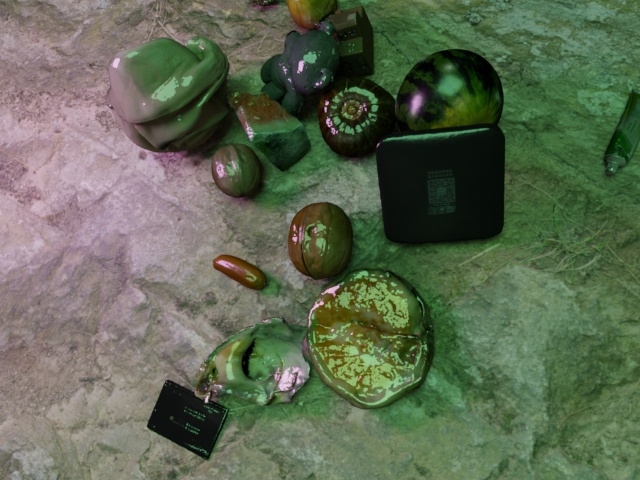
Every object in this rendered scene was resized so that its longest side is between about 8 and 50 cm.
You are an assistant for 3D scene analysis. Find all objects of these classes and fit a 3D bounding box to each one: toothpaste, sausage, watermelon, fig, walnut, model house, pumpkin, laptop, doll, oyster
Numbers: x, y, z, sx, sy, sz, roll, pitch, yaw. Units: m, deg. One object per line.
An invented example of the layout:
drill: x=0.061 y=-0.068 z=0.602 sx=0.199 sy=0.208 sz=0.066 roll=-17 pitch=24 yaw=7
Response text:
toothpaste: x=0.766 y=-0.268 z=1.231 sx=0.078 sy=0.047 sz=0.248 roll=27 pitch=78 yaw=15
sausage: x=-0.219 y=0.080 z=1.343 sx=0.183 sy=0.054 sz=0.062 roll=27 pitch=52 yaw=22
watermelon: x=-0.162 y=-0.340 z=1.392 sx=0.140 sy=0.193 sz=0.256 roll=-39 pitch=67 yaw=-1
fig: x=-0.054 y=-0.743 z=1.466 sx=0.159 sy=0.257 sz=0.159 roll=-9 pitch=70 yaw=27
walnut: x=0.000 y=0.000 z=1.262 sx=0.167 sy=0.167 sz=0.207 roll=1 pitch=71 yaw=14
model house: x=0.014 y=-0.572 z=1.448 sx=0.248 sy=0.176 sz=0.180 roll=-7 pitch=71 yaw=22
pumpkin: x=0.094 y=-0.337 z=1.357 sx=0.219 sy=0.162 sz=0.218 roll=3 pitch=99 yaw=18
walnut: x=-0.234 y=-0.195 z=1.392 sx=0.140 sy=0.140 sz=0.162 roll=-17 pitch=81 yaw=7
watermelon: x=0.318 y=-0.344 z=1.239 sx=0.269 sy=0.269 sz=0.268 roll=-4 pitch=72 yaw=12
laptop: x=-0.344 y=0.457 z=1.271 sx=0.197 sy=0.016 sz=0.135 roll=18 pitch=79 yaw=18
doll: x=-0.054 y=-0.474 z=1.402 sx=0.158 sy=0.340 sz=0.245 roll=7 pitch=81 yaw=-30
oyster: x=-0.159 y=0.306 z=1.230 sx=0.271 sy=0.100 sz=0.275 roll=23 pitch=85 yaw=17

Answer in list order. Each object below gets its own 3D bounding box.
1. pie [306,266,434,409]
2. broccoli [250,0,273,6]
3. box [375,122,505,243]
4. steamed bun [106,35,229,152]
pie: x=0.120 y=0.231 z=1.205 sx=0.339 sy=0.077 sz=0.339 roll=-3 pitch=76 yaw=12
broccoli: x=-0.191 y=-0.803 z=1.601 sx=0.095 sy=0.092 sz=0.097 roll=-22 pitch=38 yaw=-7
box: x=0.288 y=-0.131 z=1.192 sx=0.290 sy=0.288 sz=0.073 roll=-5 pitch=28 yaw=11
steamed bun: x=-0.409 y=-0.385 z=1.405 sx=0.343 sy=0.368 sz=0.255 roll=-28 pitch=93 yaw=-30
